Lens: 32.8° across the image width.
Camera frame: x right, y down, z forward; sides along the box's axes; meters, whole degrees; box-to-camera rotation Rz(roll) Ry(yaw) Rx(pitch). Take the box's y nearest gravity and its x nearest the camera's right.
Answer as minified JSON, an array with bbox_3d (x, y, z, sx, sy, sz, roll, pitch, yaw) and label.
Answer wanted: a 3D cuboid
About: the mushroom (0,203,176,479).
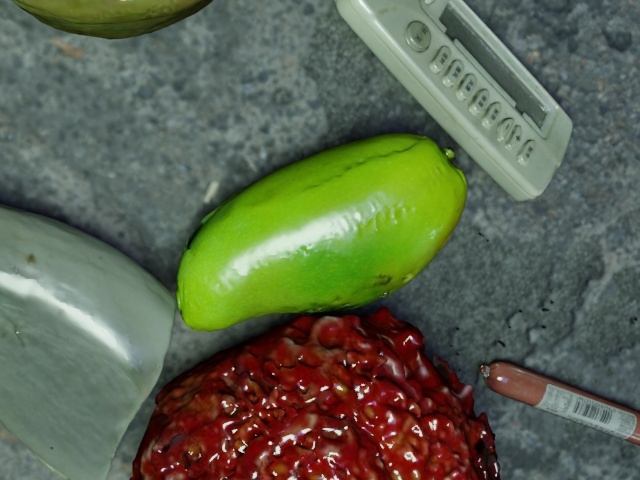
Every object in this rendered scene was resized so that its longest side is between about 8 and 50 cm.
[{"bbox_3d":[-0.248,0.032,0.727,0.328,0.122,0.159,33,80,-19],"label":"mushroom"}]

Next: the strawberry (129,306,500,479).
[{"bbox_3d":[0.016,0.183,0.779,0.274,0.220,0.274,-12,113,-29],"label":"strawberry"}]

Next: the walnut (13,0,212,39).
[{"bbox_3d":[-0.113,-0.258,0.669,0.282,0.227,0.283,-1,69,3],"label":"walnut"}]

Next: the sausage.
[{"bbox_3d":[0.231,0.147,0.947,0.223,0.029,0.029,22,92,-20],"label":"sausage"}]

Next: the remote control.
[{"bbox_3d":[0.103,-0.131,0.844,0.230,0.049,0.090,43,55,-19],"label":"remote control"}]

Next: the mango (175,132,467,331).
[{"bbox_3d":[0.000,0.000,0.803,0.233,0.111,0.125,-29,115,-5],"label":"mango"}]
